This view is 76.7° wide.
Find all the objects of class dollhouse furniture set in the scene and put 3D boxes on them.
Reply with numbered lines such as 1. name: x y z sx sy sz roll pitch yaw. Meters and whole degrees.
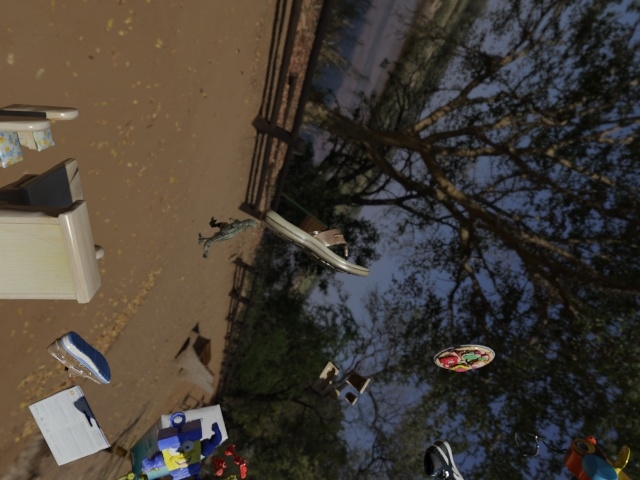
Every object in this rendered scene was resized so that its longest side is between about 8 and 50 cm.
1. dollhouse furniture set: 0.072 0.519 1.464 0.144 0.151 0.123 -54 171 -14
2. dollhouse furniture set: -0.546 -0.057 0.826 0.394 0.257 0.362 -103 -163 -63

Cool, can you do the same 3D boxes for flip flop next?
1. flip flop: 0.000 0.000 0.864 0.080 0.277 0.112 -61 -162 -12

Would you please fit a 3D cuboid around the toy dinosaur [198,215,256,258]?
1. toy dinosaur: -0.306 -0.023 1.232 0.268 0.118 0.064 -43 135 -52

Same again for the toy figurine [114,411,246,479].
1. toy figurine: -0.388 0.542 1.053 0.191 0.363 0.217 -153 -123 -69

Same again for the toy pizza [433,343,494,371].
1. toy pizza: 0.494 0.411 1.390 0.201 0.201 0.032 117 -19 -48

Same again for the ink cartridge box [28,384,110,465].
1. ink cartridge box: -0.786 0.579 1.286 0.224 0.223 0.045 -24 -178 15

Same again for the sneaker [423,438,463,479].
1. sneaker: 0.439 0.852 1.466 0.121 0.217 0.079 -10 162 -35

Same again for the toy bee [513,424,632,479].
1. toy bee: 0.655 0.534 0.957 0.162 0.298 0.195 -10 142 -38

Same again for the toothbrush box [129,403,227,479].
1. toothbrush box: -0.495 0.705 1.404 0.216 0.126 0.295 11 132 -44

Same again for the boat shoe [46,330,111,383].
1. boat shoe: -0.573 0.289 0.966 0.066 0.066 0.183 -125 -166 -53
